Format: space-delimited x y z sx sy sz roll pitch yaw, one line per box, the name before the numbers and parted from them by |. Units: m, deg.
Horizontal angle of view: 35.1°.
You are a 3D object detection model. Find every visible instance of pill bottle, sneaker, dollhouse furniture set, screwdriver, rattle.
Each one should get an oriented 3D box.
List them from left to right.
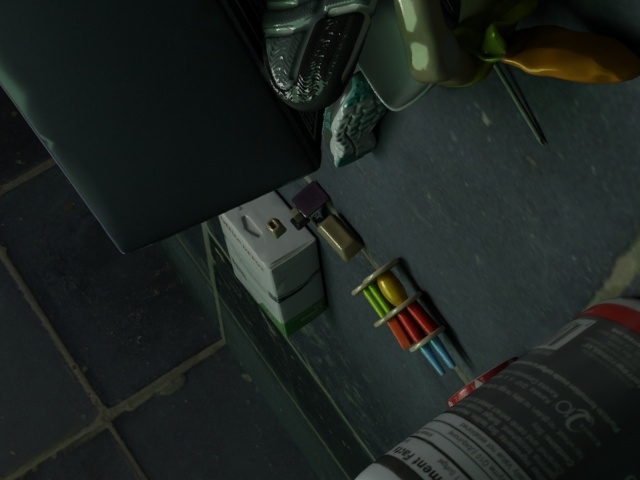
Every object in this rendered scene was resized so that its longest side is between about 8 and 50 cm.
dollhouse furniture set | 0.000 0.000 1.362 0.114 0.091 0.081 48 178 23
sneaker | 0.022 -0.137 1.040 0.076 0.065 0.166 58 164 13
sneaker | 0.036 -0.188 0.694 0.086 0.229 0.132 3 173 37
screwdriver | 0.126 -0.143 0.775 0.025 0.024 0.170 -16 110 44
rattle | 0.114 -0.198 0.631 0.142 0.130 0.200 7 98 49
pill bottle | 0.149 0.219 0.760 0.210 0.363 0.210 52 164 21

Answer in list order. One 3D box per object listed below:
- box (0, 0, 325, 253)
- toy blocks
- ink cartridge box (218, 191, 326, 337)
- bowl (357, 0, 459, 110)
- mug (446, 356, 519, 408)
box | -0.133 -0.203 0.780 0.296 0.182 0.294 59 -162 -25
toy blocks | 0.107 0.104 1.255 0.148 0.054 0.123 56 164 6
ink cartridge box | -0.076 0.027 1.600 0.160 0.092 0.219 49 162 28
bowl | 0.060 -0.187 0.829 0.142 0.053 0.142 57 165 -1
mug | 0.212 0.222 1.063 0.169 0.113 0.150 57 163 16
